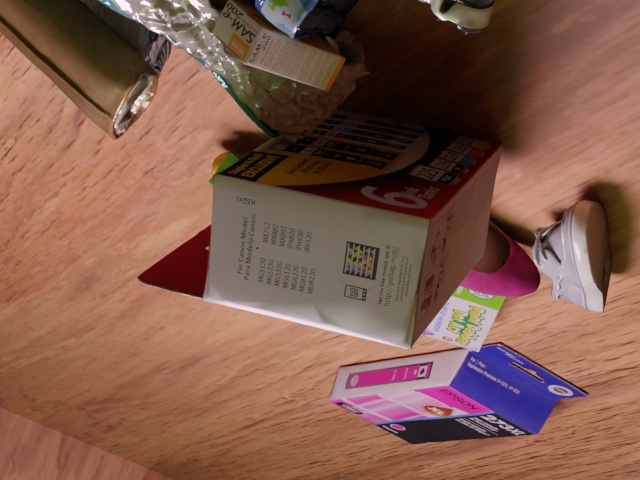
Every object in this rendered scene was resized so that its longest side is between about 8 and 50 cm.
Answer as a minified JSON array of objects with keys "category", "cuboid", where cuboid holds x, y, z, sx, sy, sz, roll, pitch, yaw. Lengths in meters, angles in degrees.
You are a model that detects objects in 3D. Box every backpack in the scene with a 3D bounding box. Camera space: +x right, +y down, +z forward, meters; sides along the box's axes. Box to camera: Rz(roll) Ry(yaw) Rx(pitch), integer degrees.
[{"category":"backpack","cuboid":[-0.007,-0.221,1.388,0.084,0.105,0.114,41,-157,5]}]

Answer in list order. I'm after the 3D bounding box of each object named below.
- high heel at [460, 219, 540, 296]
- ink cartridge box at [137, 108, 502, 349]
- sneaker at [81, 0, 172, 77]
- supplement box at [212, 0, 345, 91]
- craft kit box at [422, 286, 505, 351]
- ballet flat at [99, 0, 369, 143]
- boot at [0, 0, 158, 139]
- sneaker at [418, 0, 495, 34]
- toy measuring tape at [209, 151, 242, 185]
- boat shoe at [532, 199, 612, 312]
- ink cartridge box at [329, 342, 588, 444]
[{"category":"high heel","cuboid":[0.167,-0.014,1.836,0.244,0.082,0.117,35,153,-18]},{"category":"ink cartridge box","cuboid":[0.007,-0.030,1.618,0.272,0.130,0.309,12,-161,14]},{"category":"sneaker","cuboid":[-0.204,-0.219,1.616,0.115,0.090,0.232,22,157,1]},{"category":"supplement box","cuboid":[-0.035,-0.168,1.441,0.098,0.036,0.062,14,-158,-42]},{"category":"craft kit box","cuboid":[0.102,0.042,2.044,0.247,0.061,0.250,14,158,3]},{"category":"ballet flat","cuboid":[-0.095,-0.235,1.480,0.147,0.147,0.409,0,155,38]},{"category":"boot","cuboid":[-0.259,-0.229,1.509,0.269,0.089,0.236,44,169,4]},{"category":"sneaker","cuboid":[0.060,-0.268,1.313,0.234,0.078,0.106,36,129,-2]},{"category":"toy measuring tape","cuboid":[0.000,0.000,1.850,0.330,0.121,0.121,39,170,31]},{"category":"boat shoe","cuboid":[0.269,0.020,1.822,0.081,0.079,0.227,7,159,16]},{"category":"ink cartridge box","cuboid":[0.190,0.224,2.401,0.176,0.069,0.371,30,153,-28]}]
